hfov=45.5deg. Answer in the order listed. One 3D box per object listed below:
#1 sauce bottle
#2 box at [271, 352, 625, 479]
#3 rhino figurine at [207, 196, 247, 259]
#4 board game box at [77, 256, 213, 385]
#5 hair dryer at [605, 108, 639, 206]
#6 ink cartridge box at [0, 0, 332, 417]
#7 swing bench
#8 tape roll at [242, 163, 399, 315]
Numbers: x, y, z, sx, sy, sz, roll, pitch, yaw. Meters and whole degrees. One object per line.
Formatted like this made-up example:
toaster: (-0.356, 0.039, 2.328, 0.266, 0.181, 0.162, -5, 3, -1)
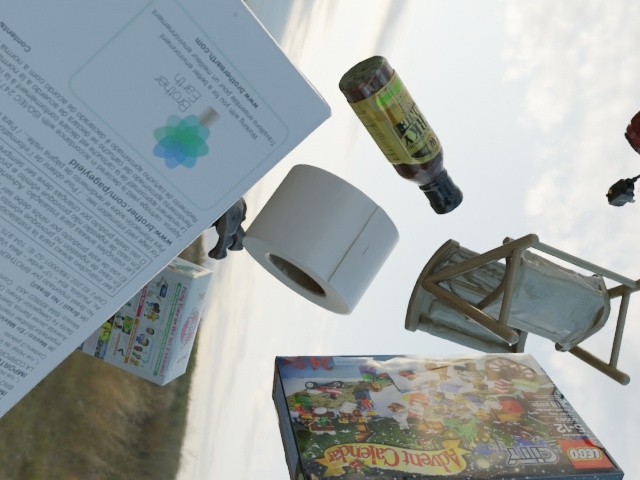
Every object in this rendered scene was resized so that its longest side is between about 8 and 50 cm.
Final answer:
sauce bottle: (0.169, -0.197, 1.485, 0.111, 0.344, 0.111, -30, -151, 18)
box: (0.087, 0.148, 0.593, 0.159, 0.232, 0.044, -116, -151, -63)
rhino figurine: (-0.224, -0.043, 1.133, 0.073, 0.243, 0.106, -106, -152, -62)
board game box: (-0.387, 0.117, 1.486, 0.097, 0.303, 0.224, -18, 127, -72)
hair dryer: (0.601, -0.178, 1.251, 0.294, 0.223, 0.080, 93, -17, -55)
ink cartridge box: (-0.233, -0.050, 0.427, 0.395, 0.270, 0.151, -43, -141, 1)
swing bench: (0.314, 0.103, 1.190, 0.254, 0.253, 0.165, -2, -110, 61)
tape roll: (0.000, 0.000, 1.392, 0.169, 0.246, 0.246, -55, -178, -16)
